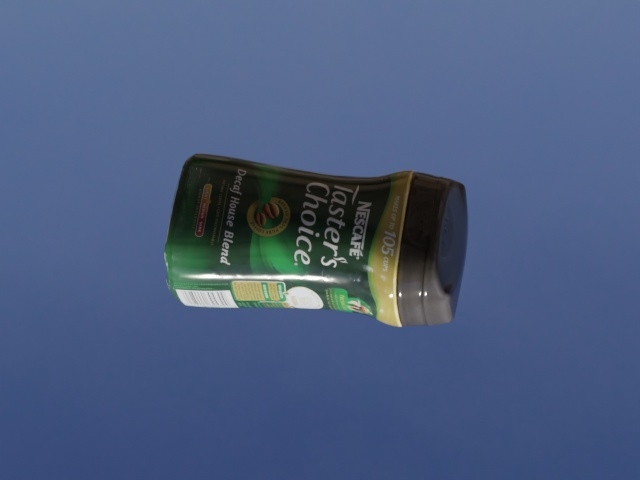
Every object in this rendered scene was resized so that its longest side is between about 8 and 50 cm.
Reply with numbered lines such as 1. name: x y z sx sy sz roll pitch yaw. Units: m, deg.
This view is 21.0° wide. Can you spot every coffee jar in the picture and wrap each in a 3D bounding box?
1. coffee jar: 0.000 0.000 1.088 0.184 0.079 0.096 5 -114 10
